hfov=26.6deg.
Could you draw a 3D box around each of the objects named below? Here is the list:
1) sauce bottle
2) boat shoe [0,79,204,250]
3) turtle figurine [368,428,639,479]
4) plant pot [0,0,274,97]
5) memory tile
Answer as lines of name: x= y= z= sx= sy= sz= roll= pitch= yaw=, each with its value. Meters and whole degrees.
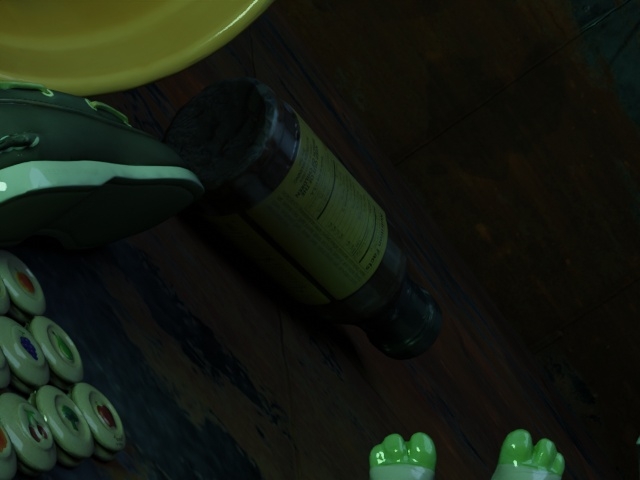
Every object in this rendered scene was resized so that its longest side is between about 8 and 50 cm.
sauce bottle: x=0.000 y=0.000 z=1.118 sx=0.344 sy=0.111 sz=0.111 roll=47 pitch=12 yaw=-49
boat shoe: x=-0.126 y=-0.040 z=0.694 sx=0.069 sy=0.081 sz=0.228 roll=61 pitch=13 yaw=8
turtle figurine: x=0.105 y=0.164 z=0.815 sx=0.275 sy=0.197 sz=0.266 roll=57 pitch=5 yaw=-14
plant pot: x=-0.158 y=-0.242 z=0.729 sx=0.291 sy=0.291 sz=0.203 roll=49 pitch=-6 yaw=-34
memory tile: x=-0.134 y=0.047 z=0.569 sx=0.113 sy=0.012 sz=0.148 roll=57 pitch=10 yaw=10
